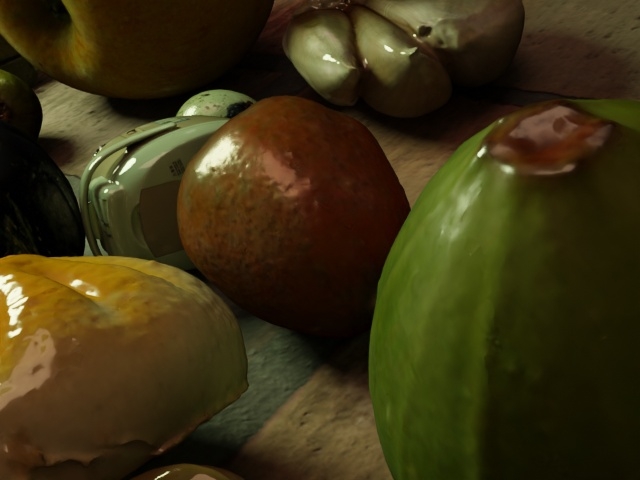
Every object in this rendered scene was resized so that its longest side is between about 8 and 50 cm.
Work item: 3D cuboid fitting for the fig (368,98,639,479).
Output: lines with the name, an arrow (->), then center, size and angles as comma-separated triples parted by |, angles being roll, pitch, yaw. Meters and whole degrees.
fig -> 0.162, 0.058, 0.539 | 0.316, 0.316, 0.316 | -10, 34, 7

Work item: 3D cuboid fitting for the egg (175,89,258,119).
egg -> -0.112, -0.129, 1.112 | 0.110, 0.085, 0.085 | -3, 34, -4

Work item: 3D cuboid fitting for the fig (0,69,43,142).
fig -> -0.441, -0.148, 1.271 | 0.124, 0.124, 0.236 | -37, 17, -29

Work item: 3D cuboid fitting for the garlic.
garlic -> 0.101, -0.232, 1.139 | 0.279, 0.132, 0.325 | -22, 32, -10

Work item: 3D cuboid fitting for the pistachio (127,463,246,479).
pistachio -> -0.102, 0.249, 0.508 | 0.261, 0.163, 0.212 | -31, 69, 9

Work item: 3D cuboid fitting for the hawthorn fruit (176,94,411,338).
hawthorn fruit -> 0.000, 0.000, 0.809 | 0.199, 0.199, 0.251 | -27, 51, -18

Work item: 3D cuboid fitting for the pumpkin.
pumpkin -> -0.383, -0.021, 0.891 | 0.296, 0.295, 0.296 | -10, 34, 7

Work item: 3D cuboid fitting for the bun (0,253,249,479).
bun -> -0.202, 0.094, 0.647 | 0.299, 0.164, 0.299 | -30, 1, 1

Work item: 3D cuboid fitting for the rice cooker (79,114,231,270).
rice cooker -> -0.137, -0.048, 0.955 | 0.206, 0.145, 0.127 | -18, 26, -24

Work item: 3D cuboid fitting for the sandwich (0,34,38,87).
sandwich -> -0.558, -0.245, 1.431 | 0.292, 0.109, 0.212 | -34, 32, -30

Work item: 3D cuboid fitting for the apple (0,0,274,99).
apple -> -0.254, -0.358, 1.243 | 0.400, 0.400, 0.333 | 20, 72, 40
